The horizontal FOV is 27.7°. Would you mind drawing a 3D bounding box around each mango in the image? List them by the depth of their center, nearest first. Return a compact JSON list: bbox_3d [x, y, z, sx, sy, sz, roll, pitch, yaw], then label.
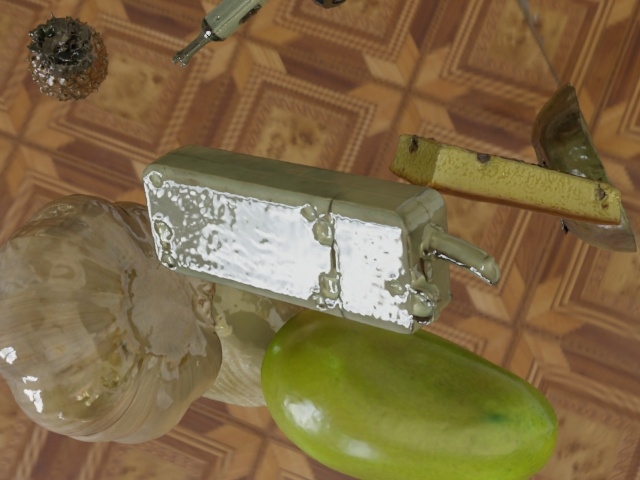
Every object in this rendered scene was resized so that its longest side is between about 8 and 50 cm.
[{"bbox_3d":[0.076,0.153,1.187,0.272,0.185,0.149,19,79,6],"label":"mango"}]

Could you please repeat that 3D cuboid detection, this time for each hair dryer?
[{"bbox_3d":[-0.058,-0.217,1.178,0.197,0.057,0.100,-38,76,17],"label":"hair dryer"}]

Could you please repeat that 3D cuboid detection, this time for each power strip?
[{"bbox_3d":[0.000,0.000,0.896,0.288,0.053,0.093,13,121,34],"label":"power strip"}]

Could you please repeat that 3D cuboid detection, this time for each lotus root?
[{"bbox_3d":[0.282,-0.068,1.440,0.077,0.183,0.204,-23,89,12],"label":"lotus root"}]

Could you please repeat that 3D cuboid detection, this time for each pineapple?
[{"bbox_3d":[-0.310,-0.230,1.567,0.108,0.197,0.108,0,86,-5],"label":"pineapple"}]

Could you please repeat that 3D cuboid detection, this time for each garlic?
[{"bbox_3d":[-0.191,0.068,1.105,0.152,0.227,0.228,-25,72,35],"label":"garlic"}]

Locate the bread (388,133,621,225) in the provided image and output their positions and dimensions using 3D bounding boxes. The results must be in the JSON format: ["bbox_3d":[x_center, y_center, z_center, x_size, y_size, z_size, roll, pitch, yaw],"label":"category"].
[{"bbox_3d":[0.185,-0.058,1.271,0.226,0.088,0.049,10,97,-27],"label":"bread"}]

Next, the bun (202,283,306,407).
[{"bbox_3d":[-0.124,0.070,1.376,0.272,0.273,0.168,20,66,13],"label":"bun"}]
